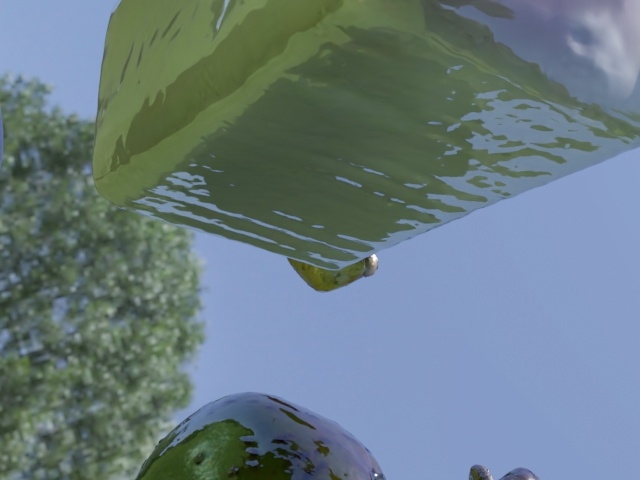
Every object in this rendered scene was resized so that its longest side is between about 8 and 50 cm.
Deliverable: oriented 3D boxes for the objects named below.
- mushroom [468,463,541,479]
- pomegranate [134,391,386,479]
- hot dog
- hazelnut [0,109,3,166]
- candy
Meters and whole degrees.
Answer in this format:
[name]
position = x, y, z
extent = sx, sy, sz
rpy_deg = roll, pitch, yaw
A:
[mushroom]
position = 0.199, 0.311, 1.571
extent = 0.080, 0.135, 0.170
rpy_deg = 59, -1, 24
[pomegranate]
position = -0.081, 0.227, 0.995
extent = 0.231, 0.286, 0.230
rpy_deg = 176, -90, -83
[hot dog]
position = -0.001, 0.000, 1.423
extent = 0.289, 0.083, 0.068
rpy_deg = -138, -148, -76
[hazelnut]
position = -0.384, -0.038, 0.742
extent = 0.409, 0.359, 0.359
rpy_deg = -33, -109, 14
[candy]
position = 0.020, -0.102, 0.740
extent = 0.359, 0.208, 0.145
rpy_deg = -23, -128, 58
